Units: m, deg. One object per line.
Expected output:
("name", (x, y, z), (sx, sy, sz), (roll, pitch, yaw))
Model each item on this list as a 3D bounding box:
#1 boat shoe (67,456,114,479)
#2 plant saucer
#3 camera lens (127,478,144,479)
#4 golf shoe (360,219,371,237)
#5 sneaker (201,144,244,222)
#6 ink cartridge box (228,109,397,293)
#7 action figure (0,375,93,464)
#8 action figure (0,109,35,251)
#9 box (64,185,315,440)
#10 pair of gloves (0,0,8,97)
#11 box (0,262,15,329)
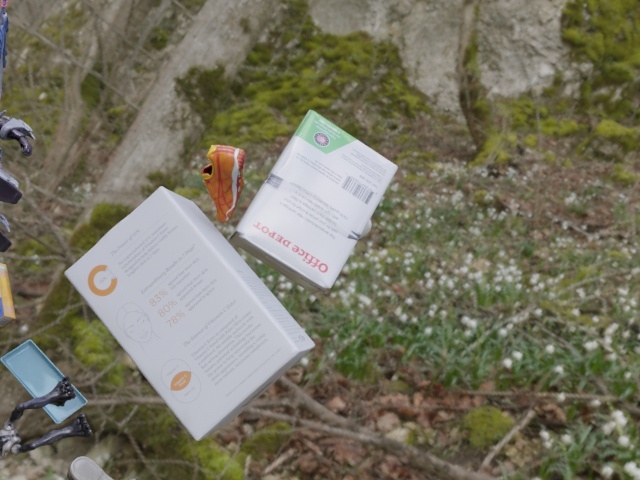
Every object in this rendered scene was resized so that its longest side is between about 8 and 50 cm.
("boat shoe", (-0.475, 0.563, 1.537), (0.206, 0.065, 0.075), (48, 38, 2))
("plant saucer", (-0.527, 0.269, 1.340), (0.192, 0.067, 0.018), (38, -36, 22))
("camera lens", (-0.470, 0.710, 1.629), (0.219, 0.274, 0.219), (52, -9, 11))
("golf shoe", (0.000, 0.000, 1.730), (0.306, 0.115, 0.140), (-12, 34, -21))
("sneaker", (-0.164, -0.097, 1.176), (0.068, 0.064, 0.175), (13, -41, 1))
("ink cartridge box", (-0.016, -0.071, 1.377), (0.211, 0.289, 0.121), (33, -16, -9))
("action figure", (-0.502, 0.299, 1.066), (0.164, 0.276, 0.141), (58, -25, 22))
("action figure", (-0.516, -0.099, 1.077), (0.099, 0.185, 0.285), (27, 12, -36))
("box", (-0.207, 0.116, 1.161), (0.345, 0.215, 0.168), (49, 3, 10))
("pair of gloves", (-0.605, -0.364, 1.325), (0.023, 0.159, 0.198), (4, 50, -22))
("box", (-0.605, 0.103, 1.290), (0.028, 0.081, 0.136), (32, 29, -59))
